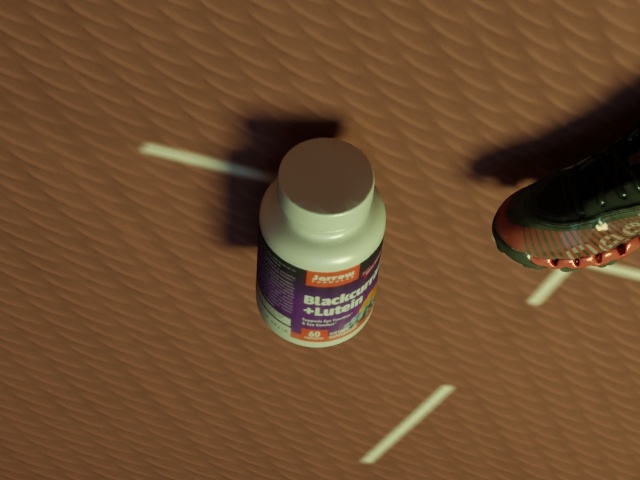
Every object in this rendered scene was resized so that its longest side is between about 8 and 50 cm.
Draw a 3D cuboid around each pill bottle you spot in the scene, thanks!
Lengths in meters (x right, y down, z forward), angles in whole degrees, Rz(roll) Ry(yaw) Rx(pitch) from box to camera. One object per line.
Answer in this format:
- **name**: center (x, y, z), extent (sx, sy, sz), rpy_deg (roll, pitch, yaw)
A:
- **pill bottle**: center (0.000, 0.000, 1.646), extent (0.108, 0.108, 0.193), rpy_deg (0, 147, -3)

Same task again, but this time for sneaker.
- **sneaker**: center (0.269, -0.054, 1.595), extent (0.276, 0.097, 0.135), rpy_deg (-13, 146, 12)
